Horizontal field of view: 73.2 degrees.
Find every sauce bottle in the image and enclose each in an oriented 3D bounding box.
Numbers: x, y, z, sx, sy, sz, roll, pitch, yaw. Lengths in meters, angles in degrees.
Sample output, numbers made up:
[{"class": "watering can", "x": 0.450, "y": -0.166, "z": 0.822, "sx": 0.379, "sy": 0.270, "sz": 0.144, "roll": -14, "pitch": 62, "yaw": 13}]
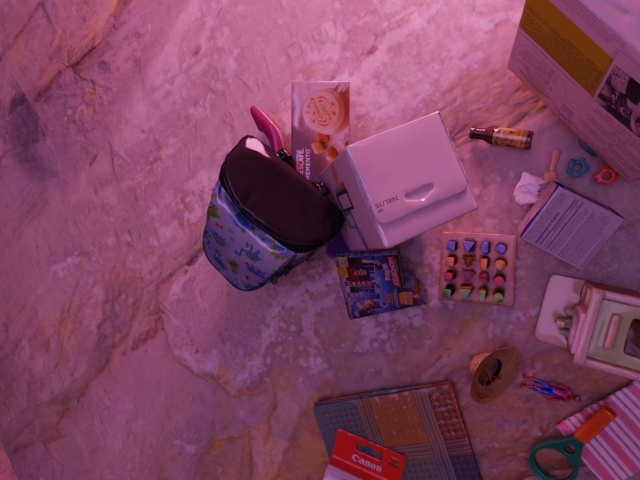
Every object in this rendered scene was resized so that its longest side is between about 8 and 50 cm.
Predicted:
[{"class": "sauce bottle", "x": 0.392, "y": -0.226, "z": 0.939, "sx": 0.128, "sy": 0.042, "sz": 0.042, "roll": 13, "pitch": 98, "yaw": 24}]

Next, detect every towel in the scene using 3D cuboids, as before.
[{"class": "towel", "x": 0.183, "y": 0.506, "z": 1.075, "sx": 0.370, "sy": 0.040, "sz": 0.271, "roll": -18, "pitch": 86, "yaw": 22}, {"class": "towel", "x": 0.615, "y": 0.392, "z": 0.882, "sx": 0.197, "sy": 0.029, "sz": 0.144, "roll": -43, "pitch": 73, "yaw": 20}]

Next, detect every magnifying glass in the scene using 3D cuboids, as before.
[{"class": "magnifying glass", "x": 0.525, "y": 0.426, "z": 0.898, "sx": 0.092, "sy": 0.026, "sz": 0.230, "roll": 38, "pitch": 122, "yaw": 25}]

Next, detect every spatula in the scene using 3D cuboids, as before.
[{"class": "spatula", "x": 0.096, "y": -0.083, "z": 1.071, "sx": 0.030, "sy": 0.084, "sz": 0.296, "roll": 29, "pitch": 99, "yaw": 50}]

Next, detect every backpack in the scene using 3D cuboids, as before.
[{"class": "backpack", "x": -0.144, "y": -0.027, "z": 1.033, "sx": 0.290, "sy": 0.355, "sz": 0.273, "roll": 42, "pitch": 74, "yaw": -3}]

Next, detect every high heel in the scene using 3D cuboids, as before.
[{"class": "high heel", "x": -0.136, "y": -0.240, "z": 1.153, "sx": 0.117, "sy": 0.082, "sz": 0.244, "roll": -39, "pitch": 90, "yaw": 10}]

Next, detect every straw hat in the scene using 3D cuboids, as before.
[{"class": "straw hat", "x": 0.368, "y": 0.287, "z": 0.963, "sx": 0.061, "sy": 0.145, "sz": 0.144, "roll": 39, "pitch": 113, "yaw": 62}]

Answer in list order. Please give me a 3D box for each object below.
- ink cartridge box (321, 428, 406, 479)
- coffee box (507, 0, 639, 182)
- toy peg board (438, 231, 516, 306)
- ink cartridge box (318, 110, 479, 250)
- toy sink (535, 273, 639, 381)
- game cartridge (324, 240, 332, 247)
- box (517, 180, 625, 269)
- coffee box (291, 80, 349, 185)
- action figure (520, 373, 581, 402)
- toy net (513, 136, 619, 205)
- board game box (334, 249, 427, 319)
[{"class": "ink cartridge box", "x": 0.094, "y": 0.617, "z": 1.067, "sx": 0.189, "sy": 0.066, "sz": 0.232, "roll": 14, "pitch": 102, "yaw": 21}, {"class": "coffee box", "x": 0.558, "y": -0.349, "z": 0.674, "sx": 0.338, "sy": 0.334, "sz": 0.338, "roll": -41, "pitch": 76, "yaw": 11}, {"class": "toy peg board", "x": 0.343, "y": 0.065, "z": 0.956, "sx": 0.161, "sy": 0.079, "sz": 0.160, "roll": 3, "pitch": 94, "yaw": 23}, {"class": "ink cartridge box", "x": 0.142, "y": -0.104, "z": 0.887, "sx": 0.198, "sy": 0.270, "sz": 0.197, "roll": -23, "pitch": 92, "yaw": -11}, {"class": "toy sink", "x": 0.559, "y": 0.168, "z": 0.836, "sx": 0.234, "sy": 0.131, "sz": 0.152, "roll": 14, "pitch": 98, "yaw": 23}, {"class": "game cartridge", "x": 0.000, "y": 0.000, "z": 1.117, "sx": 0.083, "sy": 0.056, "sz": 0.017, "roll": 23, "pitch": 94, "yaw": 24}, {"class": "box", "x": 0.493, "y": -0.033, "z": 0.862, "sx": 0.137, "sy": 0.072, "sz": 0.126, "roll": 29, "pitch": 116, "yaw": 7}, {"class": "coffee box", "x": 0.001, "y": -0.252, "z": 1.058, "sx": 0.141, "sy": 0.098, "sz": 0.246, "roll": 1, "pitch": 93, "yaw": 3}, {"class": "action figure", "x": 0.497, "y": 0.324, "z": 0.930, "sx": 0.115, "sy": 0.030, "sz": 0.038, "roll": 13, "pitch": 93, "yaw": 21}, {"class": "toy net", "x": 0.516, "y": -0.139, "z": 0.889, "sx": 0.232, "sy": 0.045, "sz": 0.122, "roll": -40, "pitch": 79, "yaw": 22}, {"class": "board game box", "x": 0.148, "y": 0.097, "z": 1.019, "sx": 0.194, "sy": 0.060, "sz": 0.194, "roll": -4, "pitch": 123, "yaw": 16}]
